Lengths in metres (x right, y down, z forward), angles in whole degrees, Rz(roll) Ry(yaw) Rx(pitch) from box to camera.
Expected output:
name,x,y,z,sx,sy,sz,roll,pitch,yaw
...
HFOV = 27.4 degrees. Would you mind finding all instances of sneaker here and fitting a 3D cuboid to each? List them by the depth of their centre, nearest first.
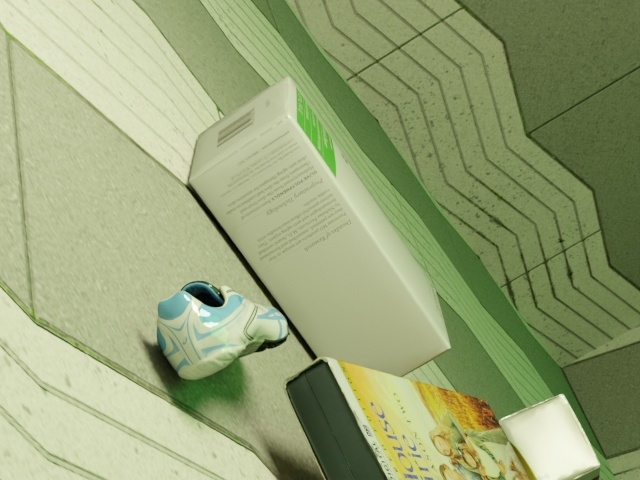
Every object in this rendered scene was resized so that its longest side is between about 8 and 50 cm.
name,x,y,z,sx,sy,sz,roll,pitch,yaw
sneaker,-0.090,0.075,1.240,0.237,0.085,0.086,-6,76,-78

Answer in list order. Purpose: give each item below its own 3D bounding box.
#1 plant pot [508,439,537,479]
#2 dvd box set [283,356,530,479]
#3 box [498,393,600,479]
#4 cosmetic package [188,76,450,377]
name,x,y,z,sx,sy,sz,roll,pitch,yaw
plant pot,0.278,0.385,1.996,0.134,0.095,0.134,55,11,-17
dvd box set,0.143,0.286,1.378,0.420,0.062,0.307,24,34,-58
box,0.400,0.390,2.300,0.232,0.127,0.148,71,-5,-62
cosmetic package,0.000,0.000,1.660,0.365,0.155,0.197,53,11,-20
